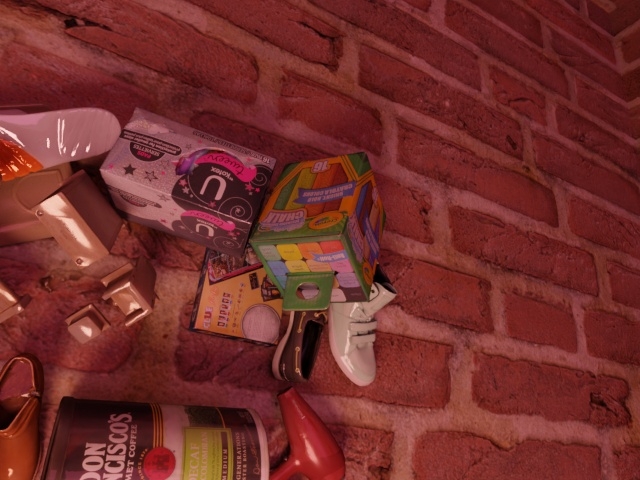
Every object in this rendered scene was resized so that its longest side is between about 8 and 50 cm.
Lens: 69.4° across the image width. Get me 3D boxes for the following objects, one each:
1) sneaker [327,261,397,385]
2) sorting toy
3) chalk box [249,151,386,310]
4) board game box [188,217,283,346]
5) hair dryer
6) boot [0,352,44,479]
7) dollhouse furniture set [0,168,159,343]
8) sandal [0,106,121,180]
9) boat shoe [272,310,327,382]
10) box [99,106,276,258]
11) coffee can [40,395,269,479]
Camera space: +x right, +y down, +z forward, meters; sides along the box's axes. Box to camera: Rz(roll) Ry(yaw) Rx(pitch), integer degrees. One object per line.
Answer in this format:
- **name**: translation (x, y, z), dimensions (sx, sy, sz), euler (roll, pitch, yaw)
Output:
- **sneaker**: translation (0.093, 0.163, 0.936), dimensions (0.094, 0.151, 0.256), euler (-5, 76, -46)
- **sorting toy**: translation (-0.556, -0.093, 0.717), dimensions (0.307, 0.041, 0.229), euler (-15, 86, -34)
- **chalk box**: translation (0.000, 0.000, 0.858), dimensions (0.289, 0.180, 0.179), euler (-72, 148, -42)
- **board game box**: translation (-0.147, 0.069, 0.898), dimensions (0.165, 0.042, 0.243), euler (18, 65, -25)
- **hair dryer**: translation (-0.057, 0.408, 0.810), dimensions (0.223, 0.080, 0.293), euler (17, 65, -24)
- **boot**: translation (-0.409, 0.249, 0.610), dimensions (0.073, 0.152, 0.197), euler (2, 72, -31)
- **dollhouse furniture set**: translation (-0.480, 0.057, 0.694), dimensions (0.355, 0.174, 0.303), euler (-32, 113, -4)
- **sandal**: translation (-0.454, -0.156, 0.723), dimensions (0.265, 0.076, 0.102), euler (-14, 117, -24)
- **boat shoe**: translation (-0.022, 0.166, 0.908), dimensions (0.081, 0.068, 0.228), euler (46, 54, -46)
- **box**: translation (-0.223, -0.091, 0.802), dimensions (0.247, 0.163, 0.142), euler (19, 63, -7)
- **coffee can**: translation (-0.238, 0.334, 0.654), dimensions (0.275, 0.201, 0.201), euler (14, 66, -27)
